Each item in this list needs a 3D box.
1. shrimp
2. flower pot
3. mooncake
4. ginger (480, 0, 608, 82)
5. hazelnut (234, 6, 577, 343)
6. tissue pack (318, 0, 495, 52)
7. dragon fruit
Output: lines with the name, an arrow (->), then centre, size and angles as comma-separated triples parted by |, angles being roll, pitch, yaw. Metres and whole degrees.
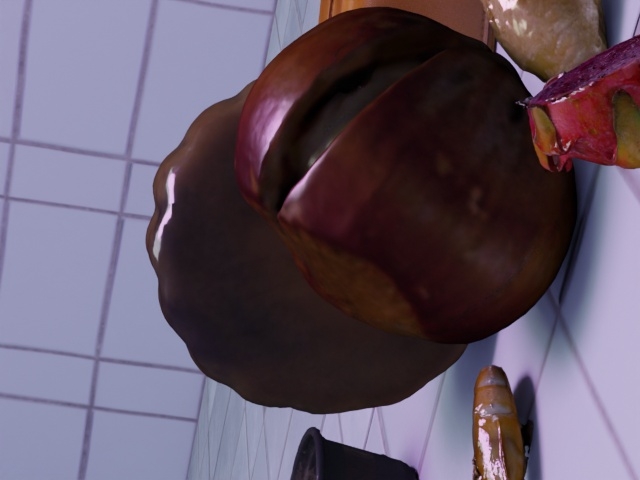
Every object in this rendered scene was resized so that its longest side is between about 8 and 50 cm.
shrimp -> 0.123, 0.165, 1.163 | 0.095, 0.045, 0.162 | 108, 166, -49
flower pot -> 0.028, 0.259, 1.500 | 0.157, 0.107, 0.157 | -169, 90, -82
mooncake -> 0.000, 0.000, 1.337 | 0.161, 0.290, 0.290 | -127, 46, -85
ginger -> 0.128, -0.335, 1.142 | 0.348, 0.122, 0.363 | 48, 144, 48
hazelnut -> 0.065, -0.044, 1.145 | 0.251, 0.217, 0.217 | 44, 143, 22
tissue pack -> 0.078, -0.230, 1.523 | 0.194, 0.145, 0.274 | 130, 147, -70
dragon fruit -> 0.176, -0.077, 0.934 | 0.126, 0.068, 0.112 | -22, 10, 42
